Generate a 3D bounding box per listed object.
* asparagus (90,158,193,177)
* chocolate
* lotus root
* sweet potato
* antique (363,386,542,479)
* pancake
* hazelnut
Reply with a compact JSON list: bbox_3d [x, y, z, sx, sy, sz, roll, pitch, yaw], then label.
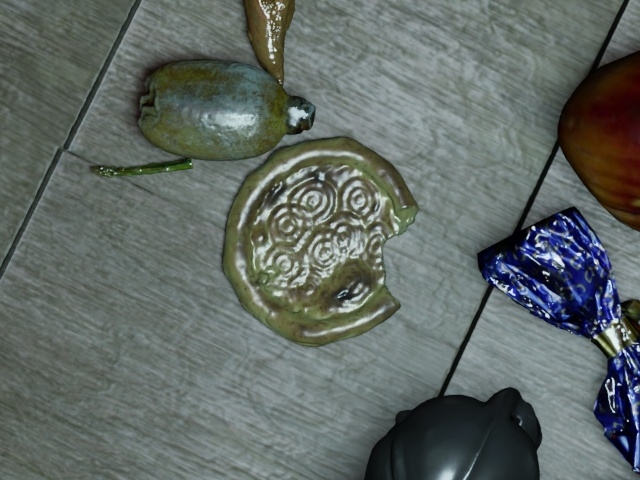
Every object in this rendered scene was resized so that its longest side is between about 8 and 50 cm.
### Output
[{"bbox_3d":[-0.198,-0.080,1.821,0.114,0.014,0.015,-6,84,1],"label":"asparagus"},{"bbox_3d":[0.317,0.117,1.748,0.148,0.126,0.343,-35,88,-43],"label":"chocolate"},{"bbox_3d":[-0.101,-0.142,1.789,0.192,0.088,0.113,5,79,1],"label":"lotus root"},{"bbox_3d":[-0.056,-0.270,1.814,0.068,0.060,0.206,2,96,35],"label":"sweet potato"},{"bbox_3d":[0.105,0.282,1.668,0.185,0.255,0.322,33,89,1],"label":"antique"},{"bbox_3d":[0.000,0.000,1.804,0.212,0.029,0.235,5,84,3],"label":"pancake"},{"bbox_3d":[0.355,-0.112,1.719,0.229,0.229,0.229,0,85,1],"label":"hazelnut"}]
